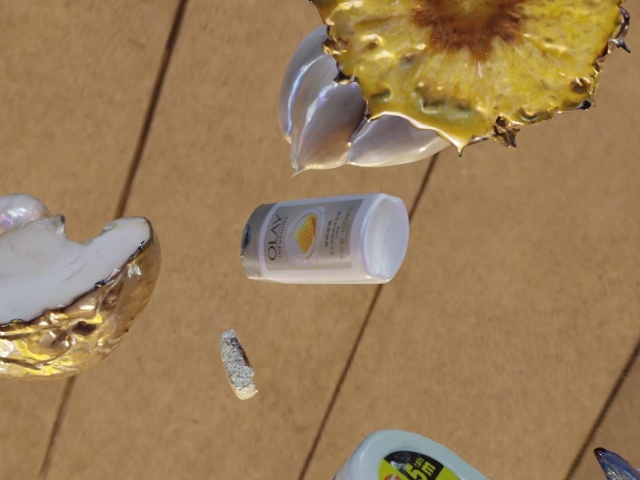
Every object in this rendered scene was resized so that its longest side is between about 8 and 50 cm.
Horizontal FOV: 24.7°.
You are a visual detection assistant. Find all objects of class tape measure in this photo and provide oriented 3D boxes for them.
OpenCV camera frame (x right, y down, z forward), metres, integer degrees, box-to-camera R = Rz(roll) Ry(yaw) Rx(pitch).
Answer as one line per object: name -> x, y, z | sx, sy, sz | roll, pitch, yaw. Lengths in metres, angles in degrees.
tape measure -> 0.084, 0.334, 1.530 | 0.215, 0.351, 0.098 | 36, 118, 6

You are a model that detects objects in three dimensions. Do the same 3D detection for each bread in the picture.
bread -> -0.104, 0.157, 1.838 | 0.035, 0.083, 0.070 | -20, 159, -3

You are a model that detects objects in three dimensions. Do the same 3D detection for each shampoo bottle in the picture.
shampoo bottle -> 0.000, 0.000, 1.456 | 0.056, 0.227, 0.086 | 17, 80, -32

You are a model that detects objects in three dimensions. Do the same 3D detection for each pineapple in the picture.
pineapple -> 0.097, -0.161, 0.920 | 0.225, 0.076, 0.224 | 3, 122, 5

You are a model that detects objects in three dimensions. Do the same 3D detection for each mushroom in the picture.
mushroom -> -0.294, 0.079, 1.524 | 0.286, 0.156, 0.151 | -18, 132, -6

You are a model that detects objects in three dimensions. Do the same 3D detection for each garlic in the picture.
garlic -> -0.404, 0.000, 1.912 | 0.174, 0.099, 0.124 | -5, 111, 45
garlic -> 0.078, -0.190, 1.757 | 0.325, 0.279, 0.132 | -19, 115, -22

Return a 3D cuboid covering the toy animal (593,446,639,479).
toy animal -> 0.296, 0.265, 1.280 | 0.239, 0.176, 0.255 | -39, 103, 3
